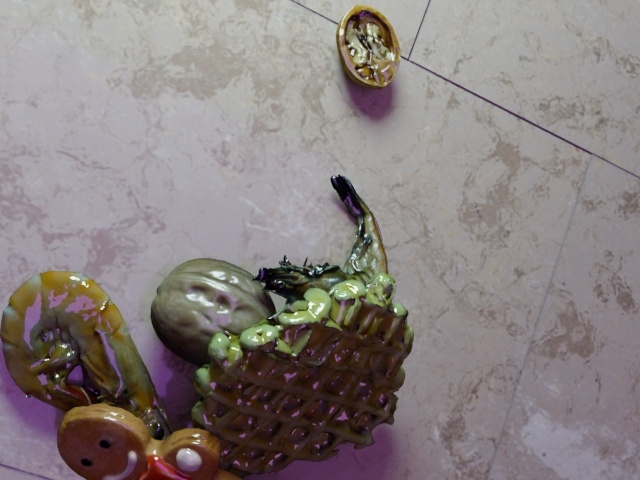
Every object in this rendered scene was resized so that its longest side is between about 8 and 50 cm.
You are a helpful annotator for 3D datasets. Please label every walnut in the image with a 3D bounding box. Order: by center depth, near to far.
[{"bbox_3d":[-0.134,0.095,1.067,0.162,0.140,0.140,17,82,4],"label":"walnut"},{"bbox_3d":[0.062,-0.272,1.187,0.091,0.052,0.121,-19,97,-20],"label":"walnut"}]

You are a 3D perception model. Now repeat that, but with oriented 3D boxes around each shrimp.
[{"bbox_3d":[-0.295,0.173,1.047,0.152,0.063,0.287,-30,95,-15],"label":"shrimp"},{"bbox_3d":[0.000,0.000,1.124,0.262,0.051,0.198,8,70,-44],"label":"shrimp"}]

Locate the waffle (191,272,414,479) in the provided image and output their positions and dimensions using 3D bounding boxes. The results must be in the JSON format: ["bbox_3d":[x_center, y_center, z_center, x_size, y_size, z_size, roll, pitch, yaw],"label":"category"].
[{"bbox_3d":[-0.012,0.185,1.064,0.317,0.073,0.297,-16,132,-19],"label":"waffle"}]

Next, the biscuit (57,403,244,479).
[{"bbox_3d":[-0.187,0.313,1.031,0.205,0.049,0.324,-37,110,24],"label":"biscuit"}]
